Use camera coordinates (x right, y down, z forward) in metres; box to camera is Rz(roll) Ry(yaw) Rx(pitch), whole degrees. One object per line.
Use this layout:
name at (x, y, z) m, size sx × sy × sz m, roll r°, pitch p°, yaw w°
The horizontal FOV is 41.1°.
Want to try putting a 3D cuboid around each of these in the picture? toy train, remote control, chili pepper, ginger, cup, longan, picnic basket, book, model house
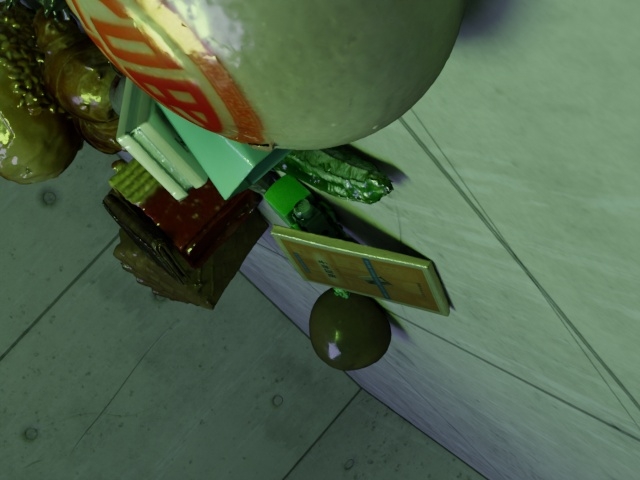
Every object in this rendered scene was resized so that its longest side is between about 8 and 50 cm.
toy train at (0.000, 0.000, 1.380) m, size 0.119 × 0.085 × 0.251 m, roll 42°, pitch 171°, yaw 37°
remote control at (-0.181, -0.171, 1.028) m, size 0.103 × 0.055 × 0.277 m, roll 48°, pitch -159°, yaw -35°
chili pepper at (0.008, -0.091, 0.986) m, size 0.227 × 0.059 × 0.088 m, roll 28°, pitch 159°, yaw 49°
ginger at (-0.427, -0.284, 1.594) m, size 0.274 × 0.152 × 0.357 m, roll 40°, pitch 169°, yaw 12°
cup at (-0.120, -0.177, 0.897) m, size 0.235 × 0.134 × 0.148 m, roll 49°, pitch 139°, yaw -3°
longan at (0.058, 0.182, 1.734) m, size 0.189 × 0.189 × 0.189 m, roll 41°, pitch 171°, yaw 8°
picnic basket at (-0.312, -0.023, 1.895) m, size 0.321 × 0.291 × 0.254 m, roll 13°, pitch 153°, yaw 47°
book at (0.060, 0.046, 1.237) m, size 0.242 × 0.018 × 0.170 m, roll 12°, pitch 157°, yaw 25°
model house at (-0.269, -0.104, 1.651) m, size 0.254 × 0.196 × 0.160 m, roll 43°, pitch 170°, yaw 5°

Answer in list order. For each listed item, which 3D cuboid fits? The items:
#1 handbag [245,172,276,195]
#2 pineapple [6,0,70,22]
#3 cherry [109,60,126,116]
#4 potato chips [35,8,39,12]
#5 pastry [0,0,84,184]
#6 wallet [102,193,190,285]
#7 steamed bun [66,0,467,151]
handbag at (-0.178, -0.151, 1.439) m, size 0.270 × 0.088 × 0.175 m, roll 35°, pitch 177°, yaw 36°
pineapple at (-0.496, -0.437, 1.280) m, size 0.310 × 0.141 × 0.170 m, roll 33°, pitch 144°, yaw 12°
cherry at (-0.250, -0.217, 1.296) m, size 0.188 × 0.115 × 0.148 m, roll 10°, pitch 118°, yaw 62°
potato chips at (-0.489, -0.395, 1.738) m, size 0.092 × 0.028 × 0.207 m, roll 32°, pitch 168°, yaw 43°
pastry at (-0.627, -0.319, 1.799) m, size 0.409 × 0.245 × 0.409 m, roll -23°, pitch -90°, yaw -85°
wallet at (-0.336, -0.004, 1.642) m, size 0.230 × 0.042 × 0.124 m, roll 32°, pitch 160°, yaw 43°
steamed bun at (-0.057, -0.166, 0.522) m, size 0.283 × 0.177 × 0.283 m, roll 40°, pitch 170°, yaw 9°
